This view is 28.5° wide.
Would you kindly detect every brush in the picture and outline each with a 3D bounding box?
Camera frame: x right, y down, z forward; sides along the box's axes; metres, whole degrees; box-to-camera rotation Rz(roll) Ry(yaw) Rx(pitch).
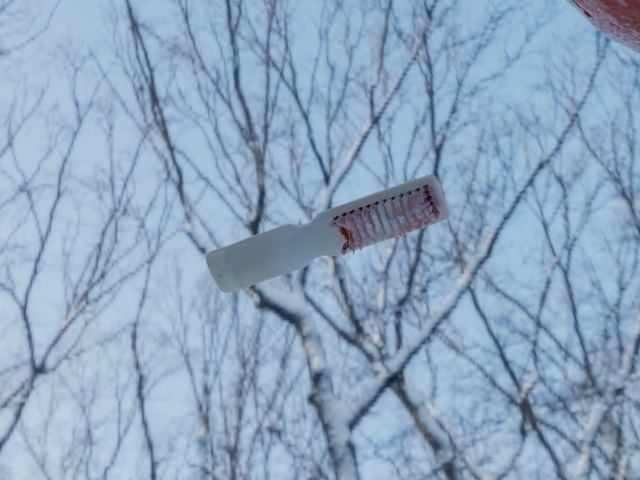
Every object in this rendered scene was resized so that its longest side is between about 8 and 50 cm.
[{"bbox_3d":[0.000,0.000,1.521,0.321,0.050,0.060,-19,-75,24],"label":"brush"}]

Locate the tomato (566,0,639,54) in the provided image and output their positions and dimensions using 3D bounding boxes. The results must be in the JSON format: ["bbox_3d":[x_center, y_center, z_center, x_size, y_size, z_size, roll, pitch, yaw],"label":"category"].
[{"bbox_3d":[0.272,-0.199,0.768,0.289,0.176,0.335,-26,-40,24],"label":"tomato"}]
